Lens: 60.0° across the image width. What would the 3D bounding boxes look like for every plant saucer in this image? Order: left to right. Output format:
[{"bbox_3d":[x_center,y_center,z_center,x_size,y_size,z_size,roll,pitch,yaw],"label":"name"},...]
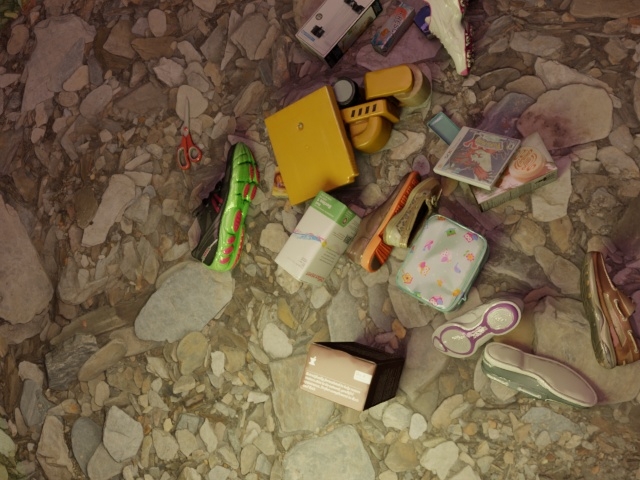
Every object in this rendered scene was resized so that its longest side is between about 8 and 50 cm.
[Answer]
[{"bbox_3d":[0.439,-0.343,1.835,0.067,0.018,0.192,-42,67,7],"label":"plant saucer"}]

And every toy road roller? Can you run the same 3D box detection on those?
[{"bbox_3d":[0.203,-0.429,1.852,0.330,0.202,0.240,-9,87,24],"label":"toy road roller"}]

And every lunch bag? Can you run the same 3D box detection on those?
[{"bbox_3d":[0.381,0.081,1.715,0.224,0.108,0.279,29,90,22],"label":"lunch bag"}]

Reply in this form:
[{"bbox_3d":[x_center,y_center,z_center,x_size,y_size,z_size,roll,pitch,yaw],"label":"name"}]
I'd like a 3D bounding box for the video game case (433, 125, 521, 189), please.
[{"bbox_3d":[0.476,-0.256,1.693,0.201,0.023,0.183,26,75,39],"label":"video game case"}]

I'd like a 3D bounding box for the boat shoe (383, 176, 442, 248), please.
[{"bbox_3d":[0.309,-0.084,1.746,0.089,0.104,0.285,24,66,37],"label":"boat shoe"}]

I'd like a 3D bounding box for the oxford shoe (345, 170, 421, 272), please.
[{"bbox_3d":[0.204,-0.080,1.810,0.133,0.130,0.363,28,83,37],"label":"oxford shoe"}]

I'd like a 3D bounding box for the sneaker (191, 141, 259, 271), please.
[{"bbox_3d":[-0.358,-0.135,2.000,0.202,0.185,0.482,11,81,18],"label":"sneaker"}]

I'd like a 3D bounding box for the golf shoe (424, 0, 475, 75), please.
[{"bbox_3d":[0.423,-0.691,1.820,0.140,0.115,0.306,-3,114,29],"label":"golf shoe"}]

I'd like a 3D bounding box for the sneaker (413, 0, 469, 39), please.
[{"bbox_3d":[0.438,-0.848,1.857,0.315,0.182,0.127,-39,67,9],"label":"sneaker"}]

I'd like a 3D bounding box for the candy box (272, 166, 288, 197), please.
[{"bbox_3d":[-0.074,-0.206,1.978,0.187,0.053,0.109,3,81,22],"label":"candy box"}]

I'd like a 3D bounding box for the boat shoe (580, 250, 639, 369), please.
[{"bbox_3d":[0.803,0.187,1.536,0.117,0.123,0.324,-9,82,11],"label":"boat shoe"}]

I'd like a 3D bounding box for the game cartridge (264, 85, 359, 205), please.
[{"bbox_3d":[-0.031,-0.311,1.862,0.285,0.053,0.323,-19,88,36],"label":"game cartridge"}]

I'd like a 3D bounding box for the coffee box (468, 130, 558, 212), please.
[{"bbox_3d":[0.579,-0.208,1.707,0.247,0.098,0.141,-24,69,14],"label":"coffee box"}]

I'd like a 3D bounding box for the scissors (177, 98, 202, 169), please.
[{"bbox_3d":[-0.546,-0.425,2.220,0.109,0.021,0.297,-22,73,17],"label":"scissors"}]

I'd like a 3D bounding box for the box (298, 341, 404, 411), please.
[{"bbox_3d":[0.105,0.381,1.602,0.191,0.381,0.143,14,84,23],"label":"box"}]

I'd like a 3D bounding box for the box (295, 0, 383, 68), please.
[{"bbox_3d":[0.068,-0.802,2.037,0.290,0.087,0.169,-46,67,5],"label":"box"}]

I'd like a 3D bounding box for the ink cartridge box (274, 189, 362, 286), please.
[{"bbox_3d":[0.000,0.000,1.823,0.117,0.201,0.278,34,92,24],"label":"ink cartridge box"}]

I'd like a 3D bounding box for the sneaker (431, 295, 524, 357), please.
[{"bbox_3d":[0.474,0.255,1.648,0.305,0.152,0.114,-32,84,35],"label":"sneaker"}]

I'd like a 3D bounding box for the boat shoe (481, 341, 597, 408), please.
[{"bbox_3d":[0.613,0.398,1.582,0.320,0.116,0.099,23,130,17],"label":"boat shoe"}]

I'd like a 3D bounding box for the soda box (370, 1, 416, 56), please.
[{"bbox_3d":[0.260,-0.749,1.966,0.058,0.063,0.183,40,94,23],"label":"soda box"}]
